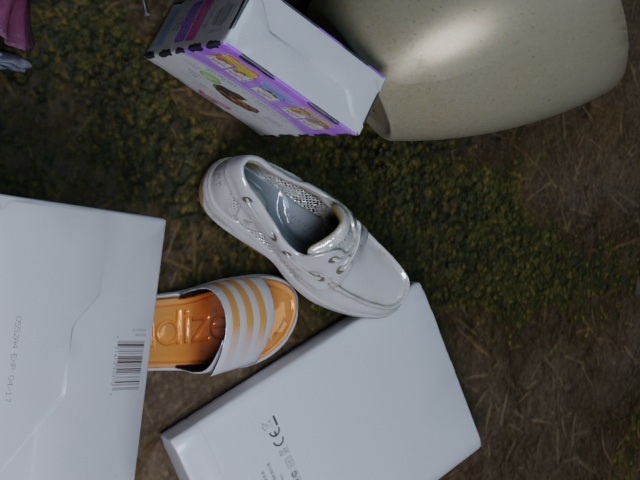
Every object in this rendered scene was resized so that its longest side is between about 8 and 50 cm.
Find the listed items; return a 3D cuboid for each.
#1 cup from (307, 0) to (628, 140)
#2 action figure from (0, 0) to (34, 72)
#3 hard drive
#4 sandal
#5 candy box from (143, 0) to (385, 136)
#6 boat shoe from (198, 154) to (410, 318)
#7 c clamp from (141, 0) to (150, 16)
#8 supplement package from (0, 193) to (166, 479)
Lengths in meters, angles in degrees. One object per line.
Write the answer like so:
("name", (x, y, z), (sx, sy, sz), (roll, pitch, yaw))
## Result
("cup", (0.127, -0.240, 1.114), (0.237, 0.331, 0.331), (-32, 110, -6))
("action figure", (-0.296, -0.338, 0.878), (0.275, 0.248, 0.370), (7, 96, -25))
("hard drive", (0.014, 0.229, 1.194), (0.353, 0.047, 0.233), (-30, 107, -27))
("sandal", (-0.126, 0.097, 1.080), (0.265, 0.076, 0.102), (-7, 96, -32))
("candy box", (-0.060, -0.172, 1.038), (0.164, 0.196, 0.070), (32, 79, -30))
("boat shoe", (0.000, 0.000, 1.126), (0.277, 0.096, 0.098), (32, 66, -24))
("c clamp", (-0.135, -0.316, 1.091), (0.160, 0.022, 0.137), (-21, 98, -29))
("supplement package", (-0.268, 0.094, 0.913), (0.204, 0.145, 0.262), (9, 88, -56))
